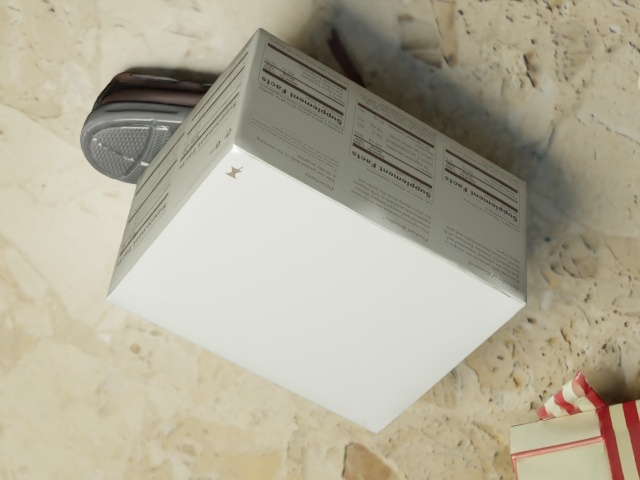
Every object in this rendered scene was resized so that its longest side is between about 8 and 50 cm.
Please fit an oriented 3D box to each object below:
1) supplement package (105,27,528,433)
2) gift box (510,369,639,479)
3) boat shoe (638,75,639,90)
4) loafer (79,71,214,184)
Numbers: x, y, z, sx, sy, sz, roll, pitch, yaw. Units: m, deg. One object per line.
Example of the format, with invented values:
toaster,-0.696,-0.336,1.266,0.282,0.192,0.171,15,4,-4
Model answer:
supplement package,0.000,0.000,1.214,0.262,0.145,0.204,29,131,-18
gift box,0.296,0.251,1.247,0.255,0.258,0.276,-9,115,9
boat shoe,0.327,-0.121,1.279,0.125,0.038,0.046,19,135,5
loafer,-0.047,-0.097,1.297,0.303,0.095,0.109,6,137,2
